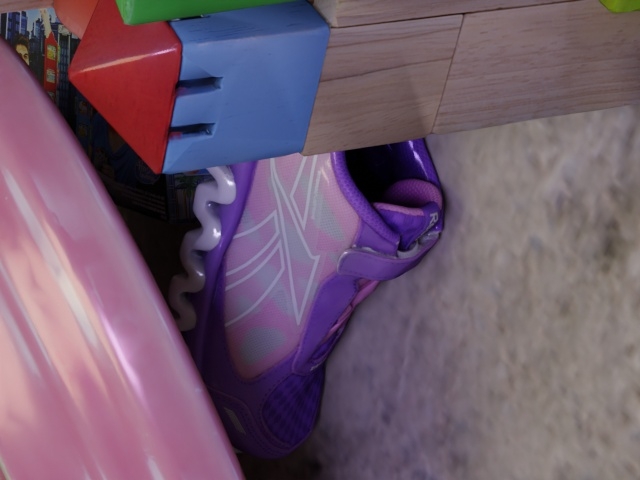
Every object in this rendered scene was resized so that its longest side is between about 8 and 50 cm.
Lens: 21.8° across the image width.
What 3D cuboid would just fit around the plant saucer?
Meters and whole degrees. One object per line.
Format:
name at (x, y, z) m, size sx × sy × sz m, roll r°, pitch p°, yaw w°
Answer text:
plant saucer at (-0.122, 0.066, 0.769) m, size 0.332 × 0.084 × 0.332 m, roll 57°, pitch 164°, yaw 25°

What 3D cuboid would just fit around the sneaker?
sneaker at (0.000, 0.000, 0.725) m, size 0.104 × 0.095 × 0.236 m, roll 19°, pitch 118°, yaw 23°

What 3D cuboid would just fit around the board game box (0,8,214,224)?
board game box at (-0.101, -0.122, 0.853) m, size 0.194 × 0.060 × 0.194 m, roll 19°, pitch 109°, yaw 50°

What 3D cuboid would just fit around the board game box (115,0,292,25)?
board game box at (0.016, -0.215, 0.505) m, size 0.064 × 0.242 × 0.317 m, roll 102°, pitch 152°, yaw -52°

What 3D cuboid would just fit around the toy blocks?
toy blocks at (-0.050, -0.153, 0.584) m, size 0.381 × 0.260 × 0.191 m, roll 54°, pitch 143°, yaw 39°
